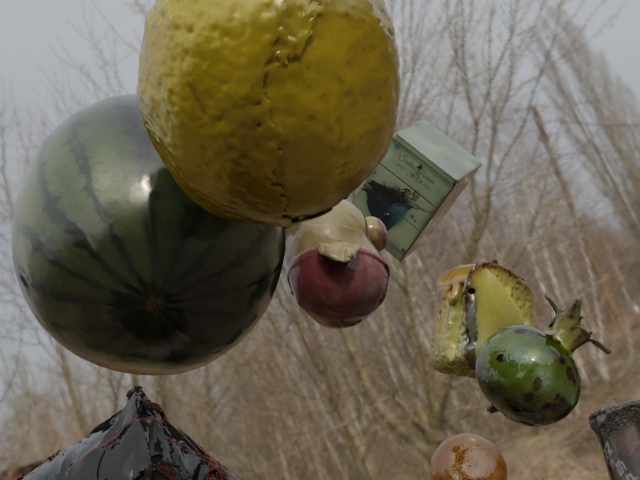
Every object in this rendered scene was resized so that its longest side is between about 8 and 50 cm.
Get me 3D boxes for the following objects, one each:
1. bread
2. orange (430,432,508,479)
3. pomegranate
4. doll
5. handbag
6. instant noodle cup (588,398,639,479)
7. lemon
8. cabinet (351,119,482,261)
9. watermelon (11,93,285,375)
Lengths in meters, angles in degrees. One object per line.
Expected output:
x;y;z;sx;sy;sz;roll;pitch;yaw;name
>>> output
0.274;0.139;1.449;0.163;0.204;0.262;0;-18;35;bread
0.296;0.467;1.664;0.156;0.156;0.124;-19;-30;-15;orange
0.287;0.165;1.102;0.169;0.148;0.148;-43;-7;-19;pomegranate
0.003;-0.002;1.080;0.152;0.255;0.196;-35;-30;10;doll
-0.125;0.225;0.605;0.169;0.155;0.215;-41;-57;0;handbag
0.524;0.354;1.226;0.218;0.207;0.217;-2;-28;-1;instant noodle cup
-0.040;-0.119;0.643;0.204;0.204;0.260;-16;-43;-26;lemon
0.173;-0.095;1.581;0.150;0.145;0.206;-32;-22;-56;cabinet
-0.179;-0.014;0.873;0.279;0.359;0.278;-8;-60;-14;watermelon
